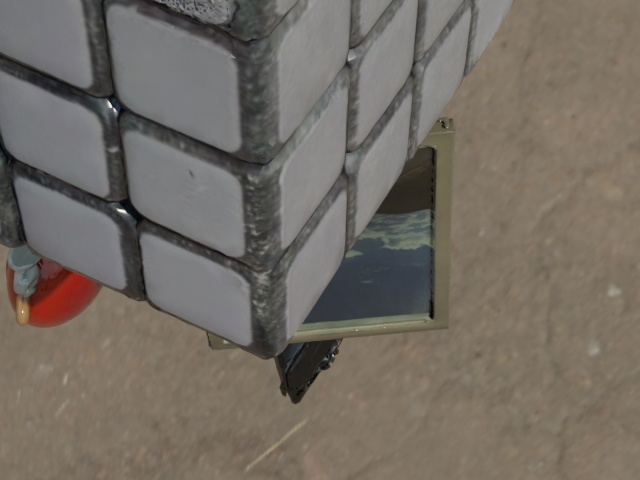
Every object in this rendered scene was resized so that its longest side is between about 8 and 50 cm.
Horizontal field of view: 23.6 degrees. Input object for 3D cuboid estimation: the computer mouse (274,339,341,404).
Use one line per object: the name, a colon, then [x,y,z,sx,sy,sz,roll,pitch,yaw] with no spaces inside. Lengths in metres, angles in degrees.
computer mouse: [0.005,0.041,1.478,0.077,0.146,0.241,12,92,24]

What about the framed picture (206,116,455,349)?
framed picture: [0.000,0.000,1.080,0.189,0.260,0.023,-5,57,0]

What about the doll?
doll: [-0.226,-0.001,1.357,0.085,0.217,0.183,29,66,6]

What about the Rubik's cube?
Rubik's cube: [-0.090,-0.202,0.833,0.337,0.344,0.344,24,55,17]
